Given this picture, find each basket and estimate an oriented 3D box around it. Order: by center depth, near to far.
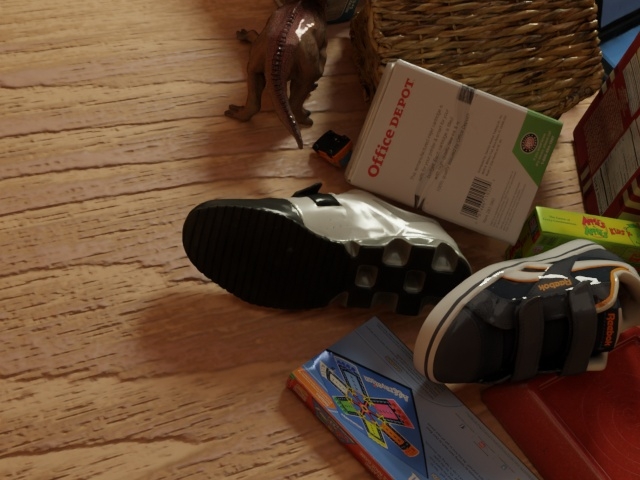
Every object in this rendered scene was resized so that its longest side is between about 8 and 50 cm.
[{"bbox_3d":[0.204,-0.235,1.694,0.299,0.223,0.213,-9,90,-6],"label":"basket"}]

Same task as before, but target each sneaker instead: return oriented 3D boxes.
[{"bbox_3d":[0.253,0.089,1.428,0.321,0.126,0.127,-23,40,-35],"label":"sneaker"},{"bbox_3d":[0.000,0.000,1.466,0.330,0.122,0.146,11,30,-15],"label":"sneaker"}]

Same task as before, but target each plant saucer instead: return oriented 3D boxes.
[{"bbox_3d":[0.356,0.218,1.462,0.259,0.048,0.258,-21,62,-34],"label":"plant saucer"}]

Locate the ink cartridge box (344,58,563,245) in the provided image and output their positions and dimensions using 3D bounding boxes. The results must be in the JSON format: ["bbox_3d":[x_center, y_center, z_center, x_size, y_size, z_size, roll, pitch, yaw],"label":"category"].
[{"bbox_3d":[0.156,-0.109,1.537,0.219,0.160,0.092,21,6,-7],"label":"ink cartridge box"}]

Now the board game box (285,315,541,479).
[{"bbox_3d":[0.107,0.215,1.372,0.281,0.027,0.145,45,47,17],"label":"board game box"}]

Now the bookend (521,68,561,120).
[{"bbox_3d":[0.328,-0.240,1.824,0.156,0.072,0.157,-3,54,-26],"label":"bookend"}]

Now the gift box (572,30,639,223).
[{"bbox_3d":[0.516,-0.118,1.669,0.258,0.276,0.255,12,53,-15],"label":"gift box"}]

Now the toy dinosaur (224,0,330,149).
[{"bbox_3d":[-0.034,-0.262,1.600,0.127,0.200,0.296,17,48,-9],"label":"toy dinosaur"}]

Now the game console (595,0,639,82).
[{"bbox_3d":[0.523,-0.352,1.944,0.173,0.250,0.293,24,39,36],"label":"game console"}]

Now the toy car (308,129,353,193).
[{"bbox_3d":[0.002,-0.084,1.590,0.040,0.060,0.122,54,56,-35],"label":"toy car"}]

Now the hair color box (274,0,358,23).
[{"bbox_3d":[-0.055,-0.483,1.799,0.105,0.174,0.347,-16,59,-32],"label":"hair color box"}]

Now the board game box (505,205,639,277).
[{"bbox_3d":[0.335,0.014,1.595,0.181,0.092,0.043,8,49,-17],"label":"board game box"}]
